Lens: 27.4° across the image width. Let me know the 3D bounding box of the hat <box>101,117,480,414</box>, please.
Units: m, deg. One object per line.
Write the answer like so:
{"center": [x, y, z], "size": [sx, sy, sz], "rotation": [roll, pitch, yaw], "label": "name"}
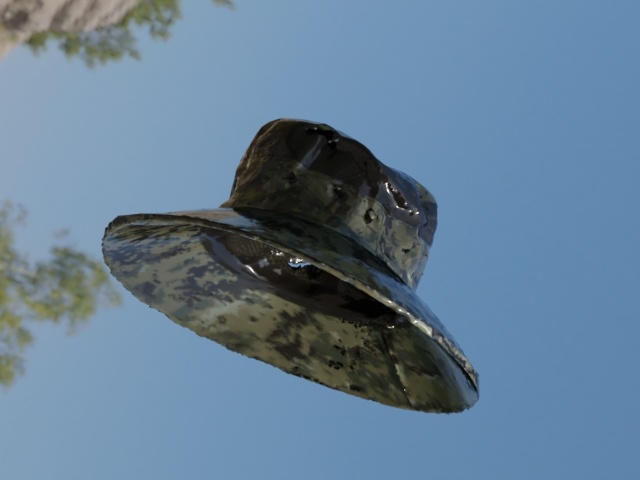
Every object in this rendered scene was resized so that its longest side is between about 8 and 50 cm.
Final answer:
{"center": [0.000, 0.000, 0.805], "size": [0.265, 0.265, 0.128], "rotation": [-5, -121, 60], "label": "hat"}
